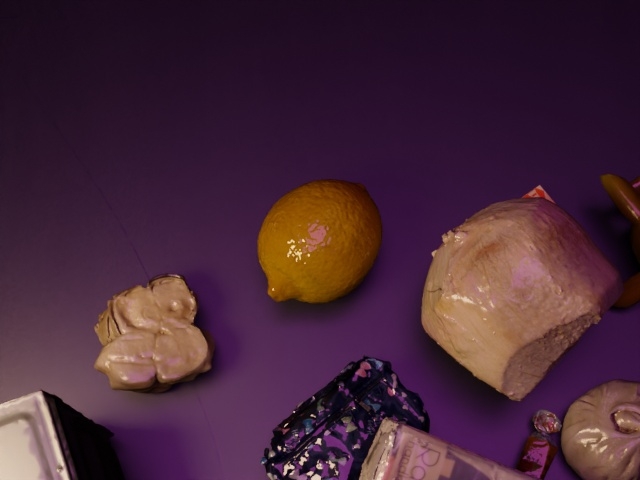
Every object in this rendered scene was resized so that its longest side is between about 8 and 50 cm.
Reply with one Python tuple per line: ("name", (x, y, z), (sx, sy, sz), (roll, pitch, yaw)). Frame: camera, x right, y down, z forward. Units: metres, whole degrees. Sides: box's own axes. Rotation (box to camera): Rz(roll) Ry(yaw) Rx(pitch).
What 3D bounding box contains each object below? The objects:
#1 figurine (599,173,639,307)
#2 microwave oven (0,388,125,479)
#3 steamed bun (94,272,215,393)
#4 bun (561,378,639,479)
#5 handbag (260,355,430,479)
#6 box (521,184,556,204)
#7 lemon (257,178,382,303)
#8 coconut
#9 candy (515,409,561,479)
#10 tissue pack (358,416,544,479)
("figurine", (0.606, -0.033, 1.698), (0.326, 0.169, 0.218), (-16, 95, -10))
("microwave oven", (-0.385, 0.375, 1.488), (0.218, 0.355, 0.286), (-19, 72, -5))
("steamed bun", (-0.269, 0.162, 1.689), (0.192, 0.106, 0.178), (-23, 69, -15))
("bun", (0.464, 0.300, 1.627), (0.183, 0.102, 0.184), (0, 75, 1))
("handbag", (0.036, 0.298, 1.633), (0.260, 0.113, 0.162), (-39, 84, -13))
("box", (0.373, -0.041, 1.786), (0.058, 0.015, 0.093), (-35, 75, -8))
("lemon", (0.000, 0.000, 1.694), (0.187, 0.187, 0.244), (39, 71, 13))
("coconut", (0.290, 0.072, 1.613), (0.254, 0.297, 0.297), (41, 77, 11))
("candy", (0.325, 0.350, 1.642), (0.053, 0.046, 0.182), (22, 73, 18))
("tissue pack", (0.204, 0.424, 1.530), (0.343, 0.125, 0.243), (22, 86, -6))
